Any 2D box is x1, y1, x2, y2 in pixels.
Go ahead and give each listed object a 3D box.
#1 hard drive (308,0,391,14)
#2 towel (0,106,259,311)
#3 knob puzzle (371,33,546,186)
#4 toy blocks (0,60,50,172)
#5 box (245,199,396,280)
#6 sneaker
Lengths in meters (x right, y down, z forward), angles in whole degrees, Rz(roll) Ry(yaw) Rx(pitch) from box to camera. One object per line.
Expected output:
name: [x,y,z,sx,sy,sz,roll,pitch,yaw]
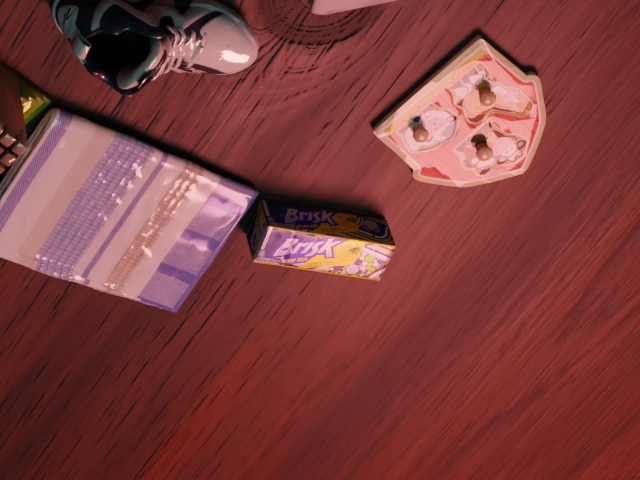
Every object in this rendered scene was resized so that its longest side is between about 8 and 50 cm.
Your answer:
hard drive: [0.100,-0.297,1.805,0.210,0.319,0.040,-12,86,-5]
towel: [-0.240,-0.031,2.080,0.285,0.034,0.209,21,118,-31]
knob puzzle: [0.185,-0.128,2.116,0.213,0.030,0.213,-8,130,-9]
toy blocks: [-0.427,-0.144,1.784,0.190,0.261,0.381,-39,128,17]
box: [0.000,0.000,2.155,0.169,0.054,0.059,8,126,-22]
sneaker: [-0.165,-0.196,1.883,0.235,0.153,0.094,20,122,-29]
